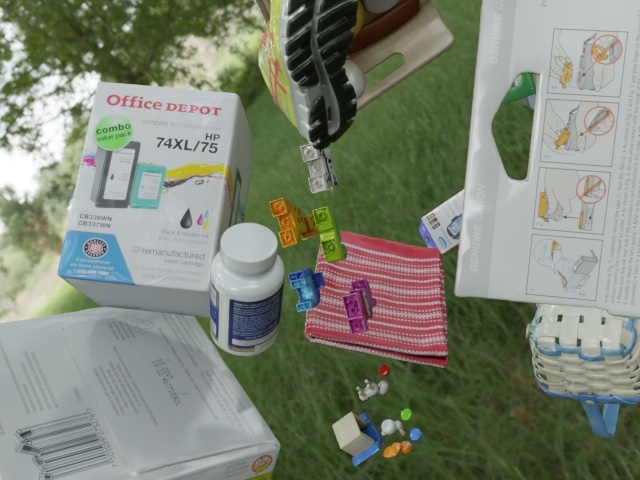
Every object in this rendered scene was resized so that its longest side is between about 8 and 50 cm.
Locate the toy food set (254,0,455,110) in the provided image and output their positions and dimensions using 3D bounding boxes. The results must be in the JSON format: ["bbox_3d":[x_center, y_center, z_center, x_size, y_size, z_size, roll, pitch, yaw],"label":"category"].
[{"bbox_3d":[0.052,-0.279,0.943,0.219,0.092,0.306,-34,-27,-1],"label":"toy food set"}]

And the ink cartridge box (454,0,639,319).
[{"bbox_3d":[0.255,-0.087,0.647,0.066,0.261,0.297,-28,-57,-75],"label":"ink cartridge box"}]

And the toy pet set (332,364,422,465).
[{"bbox_3d":[0.081,0.249,1.037,0.114,0.065,0.122,-38,42,13],"label":"toy pet set"}]

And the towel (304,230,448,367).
[{"bbox_3d":[0.086,0.073,1.140,0.275,0.198,0.031,-79,0,-60],"label":"towel"}]

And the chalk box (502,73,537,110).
[{"bbox_3d":[0.451,-0.338,1.424,0.288,0.180,0.179,-23,20,-6],"label":"chalk box"}]

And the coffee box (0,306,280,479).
[{"bbox_3d":[-0.308,0.327,1.118,0.338,0.338,0.335,47,134,41],"label":"coffee box"}]

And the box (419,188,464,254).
[{"bbox_3d":[0.250,-0.035,1.449,0.136,0.081,0.028,-35,-20,23],"label":"box"}]

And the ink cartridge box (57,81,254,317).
[{"bbox_3d":[-0.213,-0.049,1.088,0.197,0.198,0.270,85,-169,-74],"label":"ink cartridge box"}]

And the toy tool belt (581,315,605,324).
[{"bbox_3d":[0.536,0.153,1.569,0.052,0.051,0.083,100,168,-57],"label":"toy tool belt"}]

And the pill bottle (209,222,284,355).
[{"bbox_3d":[-0.067,0.044,0.716,0.067,0.067,0.120,-59,-16,-44],"label":"pill bottle"}]

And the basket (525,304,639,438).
[{"bbox_3d":[0.437,0.140,1.223,0.201,0.289,0.255,-2,55,36],"label":"basket"}]

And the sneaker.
[{"bbox_3d":[-0.024,-0.177,0.710,0.081,0.094,0.209,-35,-31,-23],"label":"sneaker"}]

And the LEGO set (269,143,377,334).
[{"bbox_3d":[0.000,0.000,0.966,0.087,0.227,0.093,-14,3,20],"label":"LEGO set"}]
